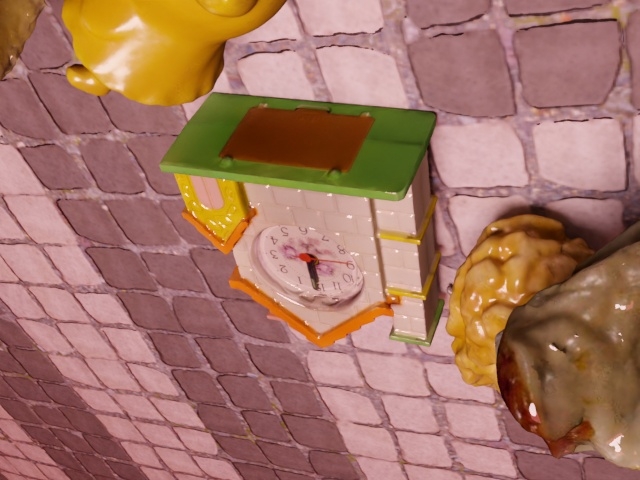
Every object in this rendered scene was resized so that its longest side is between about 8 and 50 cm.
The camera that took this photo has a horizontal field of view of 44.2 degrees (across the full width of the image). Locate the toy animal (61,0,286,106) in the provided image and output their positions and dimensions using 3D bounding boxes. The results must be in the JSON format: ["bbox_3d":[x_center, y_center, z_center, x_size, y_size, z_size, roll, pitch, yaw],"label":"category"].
[{"bbox_3d":[-0.105,-0.180,0.583,0.230,0.156,0.156,-21,121,44],"label":"toy animal"}]

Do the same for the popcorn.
[{"bbox_3d":[0.191,0.077,0.712,0.164,0.140,0.194,26,143,9],"label":"popcorn"}]

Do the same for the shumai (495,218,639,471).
[{"bbox_3d":[0.242,0.032,0.550,0.204,0.271,0.222,19,160,24],"label":"shumai"}]

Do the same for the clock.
[{"bbox_3d":[0.000,0.000,0.753,0.220,0.106,0.255,8,138,21],"label":"clock"}]

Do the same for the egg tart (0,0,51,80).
[{"bbox_3d":[-0.253,-0.209,0.580,0.090,0.212,0.212,17,141,-7],"label":"egg tart"}]
